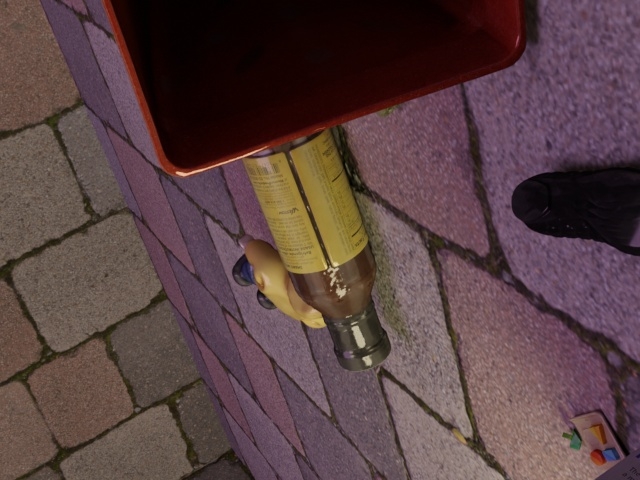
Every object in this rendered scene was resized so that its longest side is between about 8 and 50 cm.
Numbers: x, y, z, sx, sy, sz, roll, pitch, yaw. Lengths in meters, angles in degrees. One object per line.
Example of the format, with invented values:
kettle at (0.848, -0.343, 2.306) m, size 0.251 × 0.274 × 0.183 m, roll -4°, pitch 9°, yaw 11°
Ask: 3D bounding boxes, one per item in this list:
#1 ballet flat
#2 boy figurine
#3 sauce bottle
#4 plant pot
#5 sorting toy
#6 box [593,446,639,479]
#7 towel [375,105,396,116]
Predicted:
ballet flat at (0.202, -0.024, 0.655) m, size 0.173 × 0.049 × 0.057 m, roll 17°, pitch 105°, yaw 60°
boy figurine at (-0.042, 0.055, 1.334) m, size 0.177 × 0.092 × 0.285 m, roll 44°, pitch 165°, yaw -16°
sauce bottle at (0.000, 0.000, 1.121) m, size 0.111 × 0.111 × 0.344 m, roll 30°, pitch 143°, yaw 59°
plant pot at (-0.038, -0.248, 0.657) m, size 0.235 × 0.267 × 0.267 m, roll -118°, pitch 11°, yaw -51°
sorting toy at (0.250, 0.189, 0.867) m, size 0.062 × 0.012 × 0.083 m, roll 58°, pitch 162°, yaw 10°
box at (0.242, 0.305, 0.700) m, size 0.127 × 0.231 × 0.262 m, roll 36°, pitch 149°, yaw 55°
towel at (0.049, -0.182, 0.850) m, size 0.110 × 0.027 × 0.148 m, roll 56°, pitch 161°, yaw 14°
